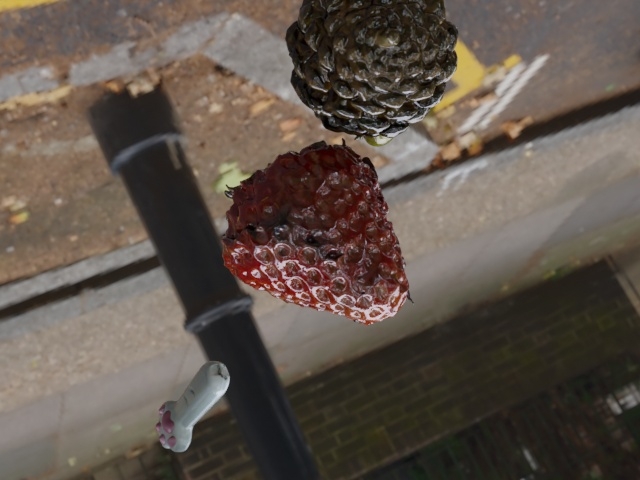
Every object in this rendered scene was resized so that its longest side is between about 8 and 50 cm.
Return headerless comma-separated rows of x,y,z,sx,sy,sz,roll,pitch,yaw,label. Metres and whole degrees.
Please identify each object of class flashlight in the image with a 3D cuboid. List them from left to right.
-0.215,0.273,1.740,0.047,0.093,0.200,9,133,-39,flashlight

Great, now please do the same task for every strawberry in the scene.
-0.018,0.000,1.494,0.253,0.280,0.150,-19,171,2,strawberry

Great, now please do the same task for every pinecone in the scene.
0.064,-0.254,1.499,0.243,0.243,0.257,-15,164,-35,pinecone

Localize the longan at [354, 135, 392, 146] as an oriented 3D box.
0.094,-0.200,1.832,0.083,0.075,0.075,-28,163,6,longan
